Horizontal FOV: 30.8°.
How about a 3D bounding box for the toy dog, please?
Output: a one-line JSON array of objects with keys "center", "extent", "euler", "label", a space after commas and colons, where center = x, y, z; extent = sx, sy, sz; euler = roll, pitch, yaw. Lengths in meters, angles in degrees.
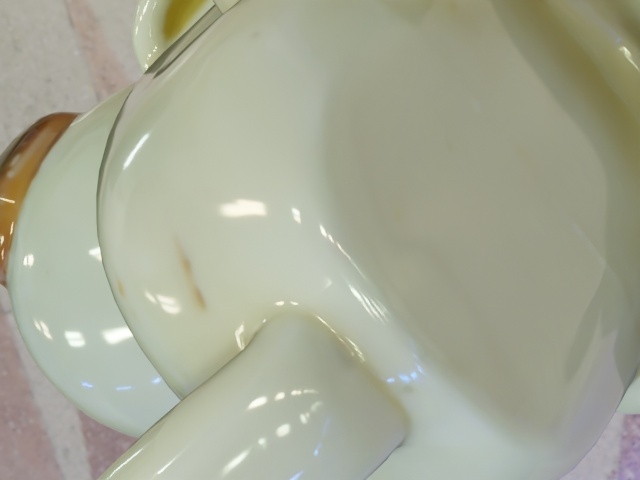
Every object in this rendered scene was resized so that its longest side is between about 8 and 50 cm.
[{"center": [0.000, 0.000, 0.538], "extent": [0.285, 0.395, 0.408], "euler": [37, 155, -19], "label": "toy dog"}]
